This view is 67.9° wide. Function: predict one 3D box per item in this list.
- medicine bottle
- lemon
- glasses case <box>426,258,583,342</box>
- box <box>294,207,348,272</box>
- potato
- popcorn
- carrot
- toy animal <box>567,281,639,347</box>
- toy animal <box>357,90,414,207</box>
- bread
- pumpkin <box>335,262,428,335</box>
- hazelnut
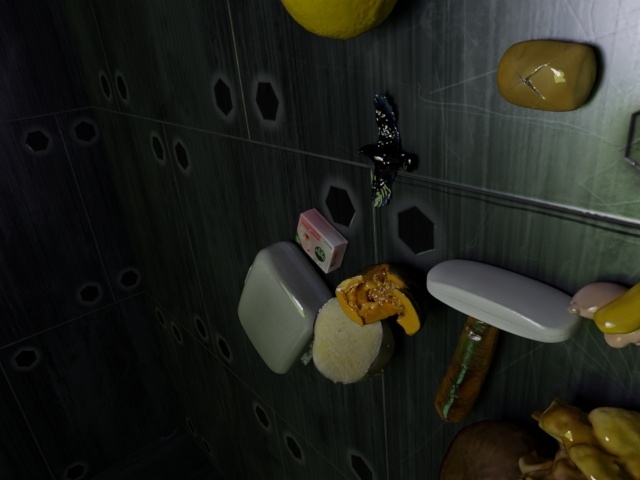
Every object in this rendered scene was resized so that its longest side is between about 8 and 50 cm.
[{"bbox_3d":[-0.102,0.186,1.256,0.282,0.123,0.375,54,145,21],"label":"medicine bottle"},{"bbox_3d":[0.028,-0.385,0.684,0.203,0.178,0.178,38,137,38],"label":"lemon"},{"bbox_3d":[0.265,0.083,0.711,0.233,0.092,0.059,22,131,45],"label":"glasses case"},{"bbox_3d":[0.000,0.000,1.072,0.125,0.043,0.089,45,141,29],"label":"box"},{"bbox_3d":[0.082,0.222,1.031,0.202,0.117,0.182,17,82,50],"label":"potato"},{"bbox_3d":[0.381,0.326,0.615,0.190,0.191,0.253,-50,59,39],"label":"popcorn"},{"bbox_3d":[0.257,0.223,0.833,0.070,0.070,0.260,36,135,38],"label":"carrot"},{"bbox_3d":[0.370,0.100,0.586,0.114,0.091,0.082,-8,117,54],"label":"toy animal"},{"bbox_3d":[0.111,-0.146,0.830,0.108,0.062,0.220,-131,32,-55],"label":"toy animal"},{"bbox_3d":[0.265,-0.197,0.573,0.115,0.056,0.082,31,132,41],"label":"bread"},{"bbox_3d":[0.130,0.101,0.896,0.183,0.108,0.119,7,122,44],"label":"pumpkin"},{"bbox_3d":[0.307,0.407,0.779,0.208,0.208,0.208,32,133,41],"label":"hazelnut"}]
